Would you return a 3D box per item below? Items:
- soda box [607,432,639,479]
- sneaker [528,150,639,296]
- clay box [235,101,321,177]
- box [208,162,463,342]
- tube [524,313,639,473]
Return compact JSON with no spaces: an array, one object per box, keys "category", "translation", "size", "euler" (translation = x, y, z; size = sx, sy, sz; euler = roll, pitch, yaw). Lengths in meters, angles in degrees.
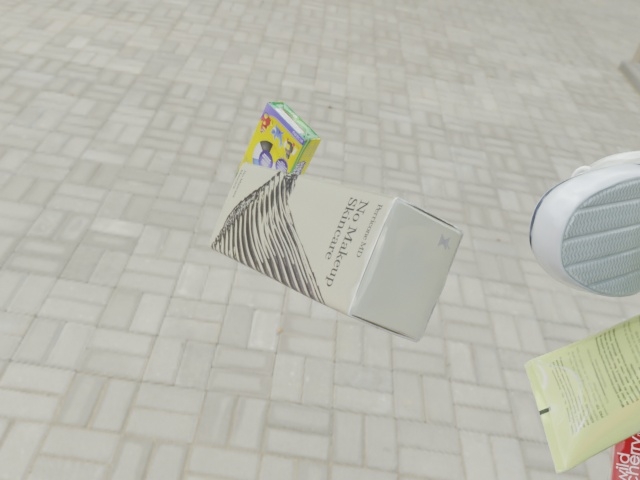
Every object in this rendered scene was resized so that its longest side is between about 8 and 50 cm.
[{"category":"soda box","translation":[0.304,0.245,0.608],"size":[0.083,0.092,0.263],"euler":[7,74,23]},{"category":"sneaker","translation":[0.224,-0.019,0.507],"size":[0.258,0.094,0.091],"euler":[-5,21,-40]},{"category":"clay box","translation":[-0.096,-0.154,1.361],"size":[0.053,0.222,0.127],"euler":[-13,52,-46]},{"category":"box","translation":[0.000,0.000,0.667],"size":[0.094,0.113,0.275],"euler":[24,-4,-36]},{"category":"tube","translation":[0.249,0.069,0.446],"size":[0.062,0.240,0.070],"euler":[55,28,4]}]
